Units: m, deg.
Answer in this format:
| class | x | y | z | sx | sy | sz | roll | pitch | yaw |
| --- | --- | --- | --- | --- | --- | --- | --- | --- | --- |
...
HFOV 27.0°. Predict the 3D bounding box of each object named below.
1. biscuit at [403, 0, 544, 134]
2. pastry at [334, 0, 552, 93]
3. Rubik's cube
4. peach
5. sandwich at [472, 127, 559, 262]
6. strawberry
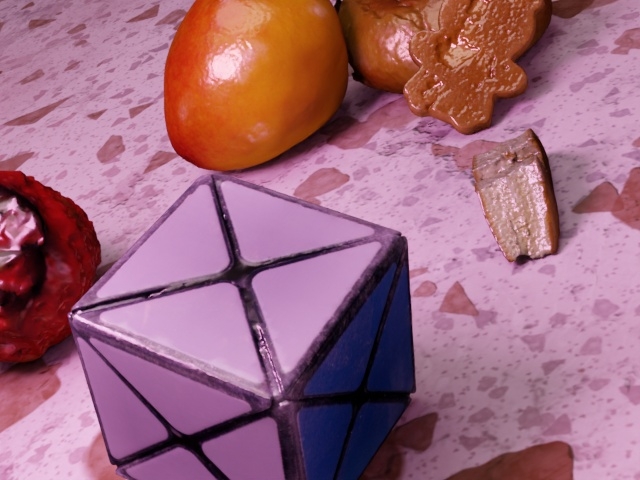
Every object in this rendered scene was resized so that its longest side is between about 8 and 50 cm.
| class | x | y | z | sx | sy | sz | roll | pitch | yaw |
| --- | --- | --- | --- | --- | --- | --- | --- | --- | --- |
| biscuit | 0.224 | -0.277 | 1.931 | 0.184 | 0.035 | 0.248 | 22 | 83 | 14 |
| pastry | 0.189 | -0.358 | 2.106 | 0.356 | 0.163 | 0.356 | -14 | 31 | 9 |
| Rubik's cube | -0.071 | 0.118 | 1.354 | 0.255 | 0.259 | 0.260 | 17 | 44 | 25 |
| peach | -0.108 | -0.260 | 2.042 | 0.308 | 0.289 | 0.289 | -29 | 29 | -20 |
| sandwich | 0.243 | -0.072 | 1.670 | 0.090 | 0.088 | 0.244 | -20 | 30 | 15 |
| strawberry | -0.437 | 0.045 | 1.833 | 0.292 | 0.310 | 0.291 | -6 | 68 | 16 |
